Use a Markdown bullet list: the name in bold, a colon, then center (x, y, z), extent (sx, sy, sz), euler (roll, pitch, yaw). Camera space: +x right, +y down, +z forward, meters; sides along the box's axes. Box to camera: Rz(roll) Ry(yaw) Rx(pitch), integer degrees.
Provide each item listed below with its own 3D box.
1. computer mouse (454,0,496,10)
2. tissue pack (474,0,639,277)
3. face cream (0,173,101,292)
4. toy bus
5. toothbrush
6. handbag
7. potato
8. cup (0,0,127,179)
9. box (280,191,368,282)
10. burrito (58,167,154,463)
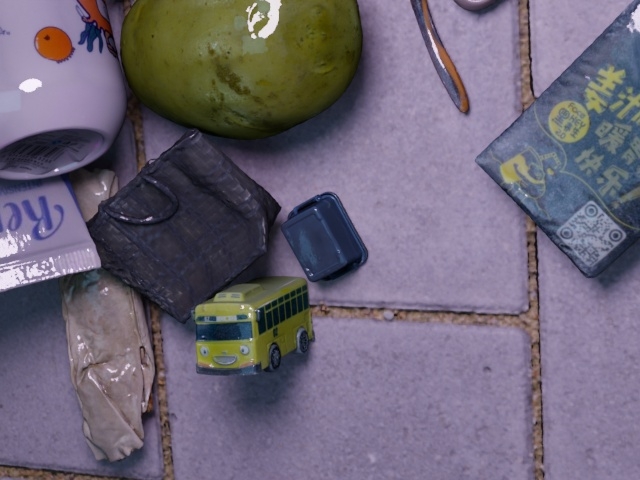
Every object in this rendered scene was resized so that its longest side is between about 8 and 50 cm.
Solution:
- **computer mouse**: center (0.181, -0.293, 1.523), extent (0.096, 0.039, 0.066), euler (-44, 84, 17)
- **tissue pack**: center (0.317, -0.109, 1.485), extent (0.185, 0.081, 0.257), euler (47, 115, 6)
- **face cream**: center (-0.433, -0.124, 1.696), extent (0.234, 0.137, 0.420), euler (-14, 70, -14)
- **toy bus**: center (-0.079, 0.099, 1.648), extent (0.088, 0.175, 0.101), euler (-1, 99, 22)
- **toothbrush**: center (0.100, -0.291, 1.566), extent (0.031, 0.023, 0.321), euler (-24, 91, 32)
- **handbag**: center (-0.166, -0.016, 1.653), extent (0.175, 0.089, 0.270), euler (38, 129, -16)
- **potato**: center (-0.092, -0.219, 1.558), extent (0.304, 0.216, 0.216), euler (-7, 99, 31)
- **cup**: center (-0.345, -0.240, 1.597), extent (0.212, 0.212, 0.318), euler (-23, 74, 25)
- **box**: center (0.000, 0.000, 1.657), extent (0.074, 0.054, 0.099), euler (-29, 91, 27)
- **burrito**: center (-0.274, 0.095, 1.781), extent (0.117, 0.076, 0.392), euler (-3, 101, 20)
